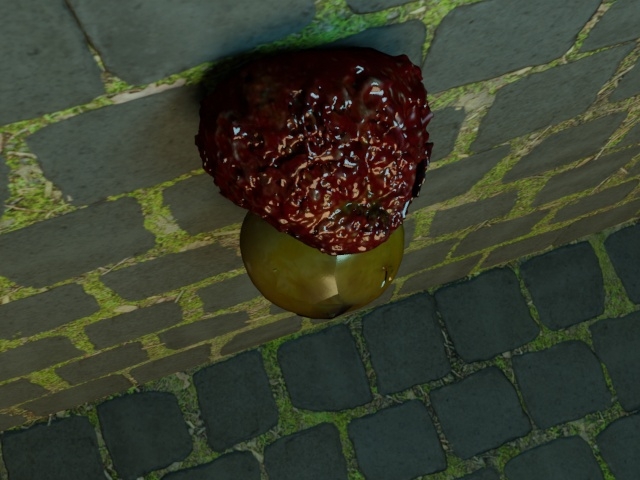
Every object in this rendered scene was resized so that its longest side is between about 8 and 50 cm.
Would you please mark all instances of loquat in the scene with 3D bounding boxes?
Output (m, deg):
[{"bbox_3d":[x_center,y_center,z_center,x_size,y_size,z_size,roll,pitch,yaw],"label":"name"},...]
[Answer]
[{"bbox_3d":[0.000,0.000,1.183,0.235,0.235,0.235,-18,163,-6],"label":"loquat"}]

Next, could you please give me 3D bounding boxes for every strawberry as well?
[{"bbox_3d":[0.008,-0.092,0.920,0.274,0.220,0.274,-19,168,-4],"label":"strawberry"}]
